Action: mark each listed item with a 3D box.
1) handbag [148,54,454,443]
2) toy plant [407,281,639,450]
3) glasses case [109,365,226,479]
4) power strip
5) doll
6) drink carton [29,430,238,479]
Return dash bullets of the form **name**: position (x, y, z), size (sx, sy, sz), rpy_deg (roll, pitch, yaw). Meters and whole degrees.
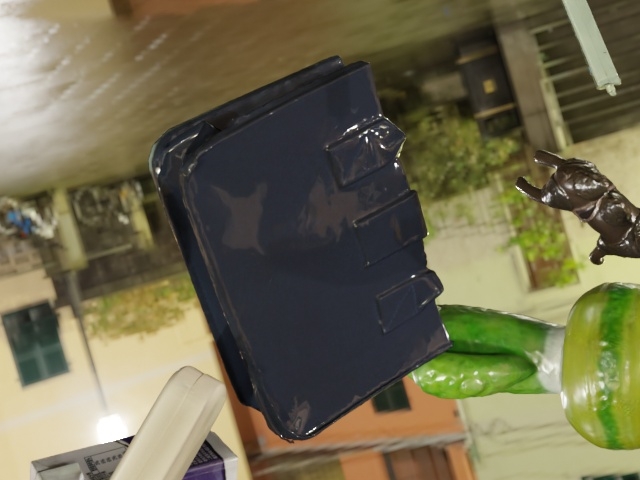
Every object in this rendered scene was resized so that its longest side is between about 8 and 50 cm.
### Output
- **handbag**: position (0.000, 0.000, 1.122), size (0.269, 0.326, 0.118), rpy_deg (-27, -154, -22)
- **toy plant**: position (0.233, 0.135, 1.284), size (0.316, 0.184, 0.224), rpy_deg (2, -168, 27)
- **glasses case**: position (-0.151, 0.206, 1.019), size (0.196, 0.050, 0.083), rpy_deg (-60, 174, -11)
- **power strip**: position (0.186, -0.138, 0.780), size (0.017, 0.083, 0.027), rpy_deg (-22, 174, 14)
- **doll**: position (0.273, -0.027, 1.074), size (0.057, 0.139, 0.165), rpy_deg (-49, -167, -10)
- **drink carton**: position (-0.215, 0.307, 1.302), size (0.222, 0.134, 0.102), rpy_deg (-10, -152, -33)
